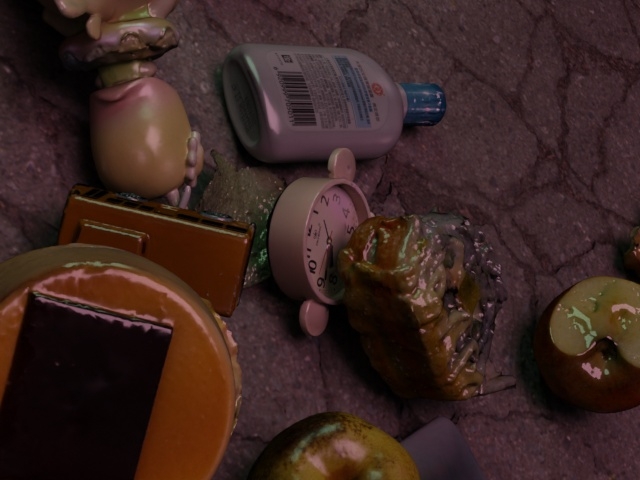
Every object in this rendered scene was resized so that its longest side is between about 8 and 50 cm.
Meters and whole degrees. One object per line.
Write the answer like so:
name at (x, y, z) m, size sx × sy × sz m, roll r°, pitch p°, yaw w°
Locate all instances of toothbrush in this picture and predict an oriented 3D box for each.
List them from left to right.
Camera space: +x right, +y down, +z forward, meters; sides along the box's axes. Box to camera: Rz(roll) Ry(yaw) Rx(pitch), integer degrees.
toothbrush at (-0.166, 0.018, 1.266) m, size 0.017 × 0.014 × 0.162 m, roll 19°, pitch 93°, yaw -21°

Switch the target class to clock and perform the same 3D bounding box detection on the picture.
clock at (0.000, 0.000, 1.398) m, size 0.155 × 0.063 × 0.229 m, roll 22°, pitch 76°, yaw -56°

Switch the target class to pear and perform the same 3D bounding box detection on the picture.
pear at (0.013, 0.285, 1.218) m, size 0.197 × 0.197 × 0.197 m, roll 18°, pitch 57°, yaw -31°

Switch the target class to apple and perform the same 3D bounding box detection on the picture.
apple at (0.388, 0.151, 1.597) m, size 0.195 × 0.160 × 0.173 m, roll 5°, pitch 36°, yaw 8°

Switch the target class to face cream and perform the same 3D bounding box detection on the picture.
face cream at (0.030, -0.181, 1.541) m, size 0.336 × 0.080 × 0.163 m, roll -6°, pitch 70°, yaw -41°

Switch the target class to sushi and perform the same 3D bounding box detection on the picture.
sushi at (0.131, 0.086, 1.417) m, size 0.184 × 0.139 × 0.274 m, roll -46°, pitch 126°, yaw -41°

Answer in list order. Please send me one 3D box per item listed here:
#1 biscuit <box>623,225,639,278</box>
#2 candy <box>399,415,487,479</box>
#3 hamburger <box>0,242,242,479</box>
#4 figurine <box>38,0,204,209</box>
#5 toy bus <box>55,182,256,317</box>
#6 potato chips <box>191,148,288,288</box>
biscuit at (0.539, 0.012, 1.865) m, size 0.118 × 0.061 × 0.183 m, roll 53°, pitch 48°, yaw -6°
candy at (0.125, 0.298, 1.372) m, size 0.174 × 0.071 × 0.138 m, roll -24°, pitch 83°, yaw -45°
hamburger at (-0.217, 0.147, 1.072) m, size 0.300 × 0.176 × 0.300 m, roll -1°, pitch 93°, yaw -19°
figurine at (-0.229, -0.213, 1.270) m, size 0.274 × 0.226 × 0.395 m, roll -15°, pitch 93°, yaw -79°
toy bus at (-0.174, 0.011, 1.197) m, size 0.200 × 0.114 × 0.098 m, roll 13°, pitch 98°, yaw -2°
potato chips at (-0.101, -0.027, 1.363) m, size 0.228 × 0.059 × 0.167 m, roll 7°, pitch 75°, yaw -54°
